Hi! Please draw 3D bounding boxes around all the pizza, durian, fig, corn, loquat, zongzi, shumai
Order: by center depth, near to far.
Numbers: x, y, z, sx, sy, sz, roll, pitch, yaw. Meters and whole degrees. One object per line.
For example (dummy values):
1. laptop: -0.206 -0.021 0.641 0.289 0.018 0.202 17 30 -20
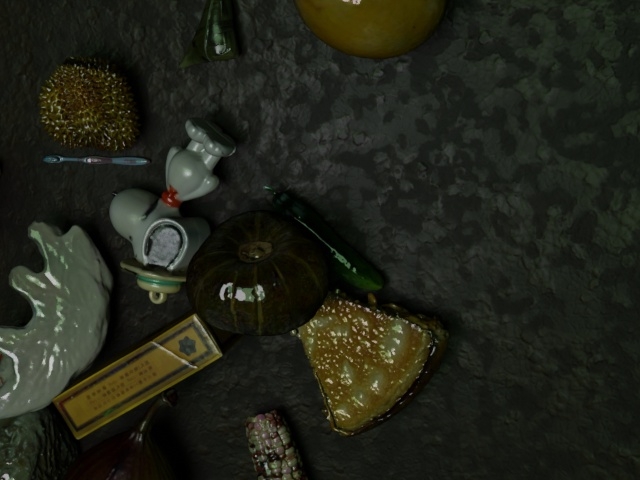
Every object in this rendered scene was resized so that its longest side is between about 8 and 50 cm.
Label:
1. loquat: 0.076 -0.373 1.455 0.243 0.244 0.244 3 102 14
2. zongzi: -0.186 -0.332 1.620 0.113 0.052 0.104 -5 92 29
3. durian: -0.375 -0.216 1.649 0.158 0.137 0.168 -13 107 -4
4. pizza: 0.044 0.192 1.652 0.287 0.074 0.251 23 108 17
5. fig: -0.306 0.374 1.714 0.216 0.217 0.321 26 106 8
6. corn: -0.059 0.420 1.724 0.092 0.092 0.281 -17 92 17
7. shumai: -0.548 0.413 1.775 0.221 0.225 0.261 2 118 13

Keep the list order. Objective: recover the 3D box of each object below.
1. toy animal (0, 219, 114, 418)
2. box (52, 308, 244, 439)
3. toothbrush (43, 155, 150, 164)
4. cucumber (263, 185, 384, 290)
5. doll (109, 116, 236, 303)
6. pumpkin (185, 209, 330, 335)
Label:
1. toy animal: -0.474 0.129 1.752 0.266 0.188 0.308 -13 87 -4
2. box: -0.264 0.195 1.670 0.301 0.193 0.084 -31 94 19
3. toothbrush: -0.377 -0.135 1.723 0.193 0.019 0.013 2 101 13
4. cucumber: 0.000 0.000 1.635 0.250 0.056 0.056 43 108 2
5. doll: -0.225 -0.047 1.637 0.271 0.144 0.208 -37 81 23
6. pumpkin: -0.088 0.058 1.553 0.218 0.219 0.162 6 130 13
